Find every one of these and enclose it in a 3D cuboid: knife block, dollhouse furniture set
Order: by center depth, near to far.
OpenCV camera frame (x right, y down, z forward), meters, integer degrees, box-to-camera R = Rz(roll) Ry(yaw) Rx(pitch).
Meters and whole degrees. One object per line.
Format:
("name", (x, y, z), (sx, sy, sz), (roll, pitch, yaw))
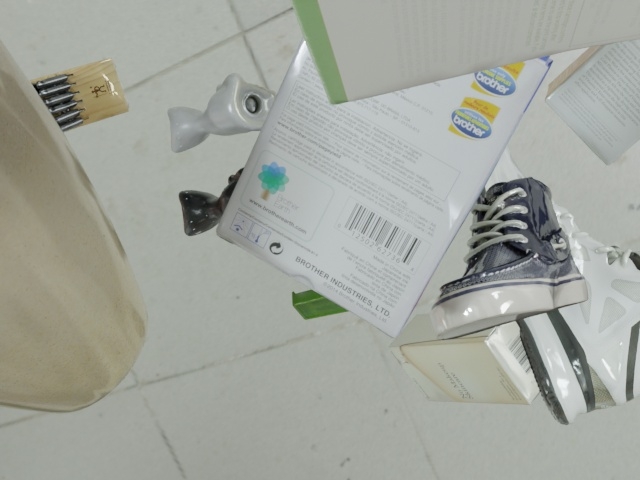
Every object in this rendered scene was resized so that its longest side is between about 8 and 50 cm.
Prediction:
("dollhouse furniture set", (0.000, 0.000, 0.876), (0.058, 0.151, 0.076), (-15, 143, 16))
("knife block", (-0.434, -0.207, 1.365), (0.276, 0.242, 0.088), (18, 126, 65))

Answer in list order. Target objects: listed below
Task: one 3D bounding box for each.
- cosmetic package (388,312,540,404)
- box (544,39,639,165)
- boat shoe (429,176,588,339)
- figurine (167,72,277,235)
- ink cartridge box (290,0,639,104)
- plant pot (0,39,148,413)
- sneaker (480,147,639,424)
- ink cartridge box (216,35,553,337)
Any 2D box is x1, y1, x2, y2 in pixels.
("cosmetic package", (0.291, 0.224, 1.709), (0.160, 0.113, 0.309), (53, 151, -11))
("box", (0.586, -0.324, 1.560), (0.168, 0.215, 0.345), (46, 112, -1))
("boat shoe", (0.194, 0.012, 0.964), (0.127, 0.340, 0.158), (-20, 81, 25))
("figurine", (-0.151, -0.117, 1.287), (0.209, 0.092, 0.215), (-10, 89, 46))
("ink cartridge box", (0.101, -0.126, 0.341), (0.235, 0.171, 0.056), (-13, 77, 5))
("plant pot", (-0.260, 0.017, 0.662), (0.256, 0.256, 0.274), (-8, 141, 24))
("sneaker", (0.397, 0.027, 1.323), (0.257, 0.169, 0.447), (-19, 73, 5))
("ink cartridge box", (0.056, -0.095, 0.720), (0.186, 0.065, 0.311), (30, 115, 10))
